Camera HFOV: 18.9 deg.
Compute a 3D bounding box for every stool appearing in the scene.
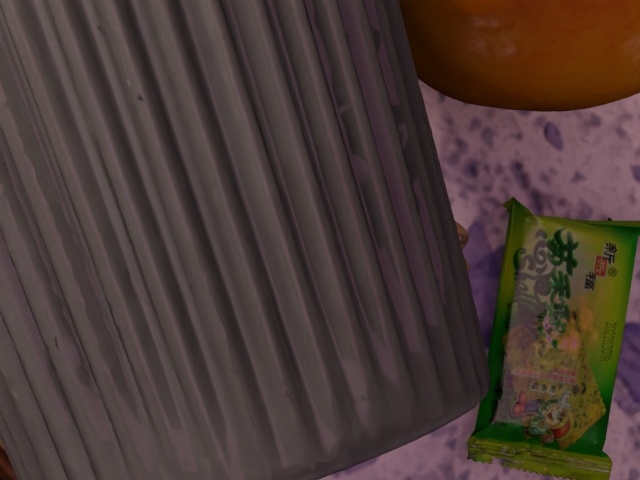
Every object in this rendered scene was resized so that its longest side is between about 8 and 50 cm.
[{"bbox_3d":[-0.075,-0.039,1.000,0.297,0.297,0.330,-19,91,-12],"label":"stool"}]

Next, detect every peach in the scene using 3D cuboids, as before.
[{"bbox_3d":[0.132,-0.215,1.132,0.288,0.308,0.289,1,84,-11],"label":"peach"}]

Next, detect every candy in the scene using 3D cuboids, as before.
[{"bbox_3d":[0.156,0.065,1.260,0.102,0.032,0.178,11,84,-10],"label":"candy"}]

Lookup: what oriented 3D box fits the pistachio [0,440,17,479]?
[{"bbox_3d":[-0.186,0.079,1.140,0.144,0.144,0.215,-37,85,-11],"label":"pistachio"}]

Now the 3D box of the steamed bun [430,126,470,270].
[{"bbox_3d":[0.000,0.000,1.200,0.192,0.106,0.177,-44,99,-2],"label":"steamed bun"}]
